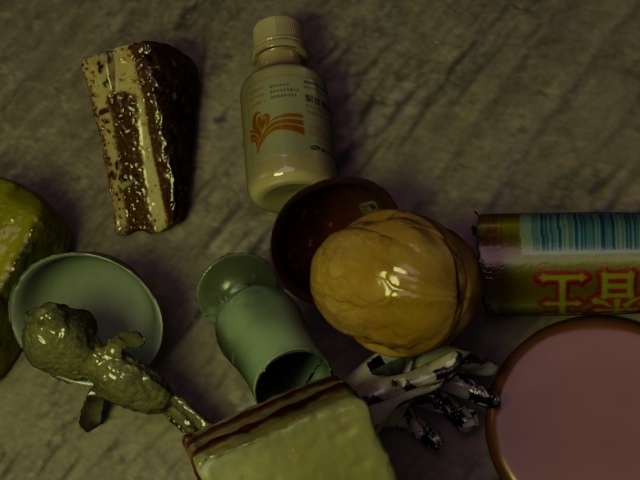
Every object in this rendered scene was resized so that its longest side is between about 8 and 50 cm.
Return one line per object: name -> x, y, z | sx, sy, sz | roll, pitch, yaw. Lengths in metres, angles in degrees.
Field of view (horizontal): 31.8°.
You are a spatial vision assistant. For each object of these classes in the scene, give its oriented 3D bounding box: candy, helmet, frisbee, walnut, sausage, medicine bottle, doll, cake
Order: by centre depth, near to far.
candy -> 0.008, 0.304, 1.117 | 0.180, 0.135, 0.320 | -26, 100, -9
walnut -> 0.079, 0.045, 1.207 | 0.207, 0.159, 0.159 | 5, 66, 48
frisbee -> 0.307, 0.200, 1.235 | 0.251, 0.021, 0.250 | -5, 68, 12
sausage -> 0.330, 0.029, 1.249 | 0.318, 0.125, 0.117 | 1, 68, 11
doll -> -0.213, 0.162, 1.290 | 0.286, 0.202, 0.091 | 18, 56, 24
helmet -> 0.000, 0.000, 1.332 | 0.175, 0.106, 0.155 | -16, 103, -26
cake -> -0.445, 0.044, 1.418 | 0.179, 0.156, 0.260 | 22, 73, 15
medicine bottle -> -0.044, -0.165, 1.421 | 0.114, 0.114, 0.252 | -11, 65, 10
cake -> -0.219, -0.137, 1.494 | 0.112, 0.135, 0.245 | -9, 95, 23

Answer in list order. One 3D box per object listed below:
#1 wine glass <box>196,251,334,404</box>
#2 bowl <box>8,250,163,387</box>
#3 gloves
wine glass -> -0.064, 0.106, 1.260 | 0.103, 0.103, 0.231 | -36, 33, -2
bowl -> -0.278, 0.081, 1.376 | 0.189, 0.189, 0.086 | -9, 24, 10
gloves -> 0.093, 0.168, 1.244 | 0.212, 0.127, 0.111 | -23, 37, -16
